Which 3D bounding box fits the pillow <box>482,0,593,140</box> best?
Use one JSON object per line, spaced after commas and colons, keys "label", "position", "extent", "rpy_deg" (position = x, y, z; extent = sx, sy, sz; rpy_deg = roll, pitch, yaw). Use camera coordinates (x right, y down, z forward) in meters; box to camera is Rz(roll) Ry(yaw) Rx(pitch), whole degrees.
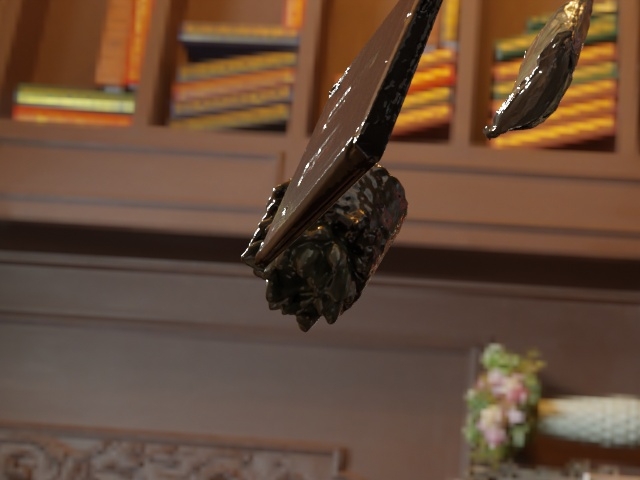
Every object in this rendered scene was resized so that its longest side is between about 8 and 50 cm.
{"label": "pillow", "position": [0.276, -0.214, 1.801], "extent": [0.169, 0.059, 0.255], "rpy_deg": [-58, 0, 33]}

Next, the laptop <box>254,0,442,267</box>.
{"label": "laptop", "position": [0.015, -0.069, 0.805], "extent": [0.135, 0.016, 0.197], "rpy_deg": [-67, 10, -23]}

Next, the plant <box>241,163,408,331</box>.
{"label": "plant", "position": [0.000, 0.000, 1.549], "extent": [0.194, 0.132, 0.129], "rpy_deg": [-49, -14, -43]}
